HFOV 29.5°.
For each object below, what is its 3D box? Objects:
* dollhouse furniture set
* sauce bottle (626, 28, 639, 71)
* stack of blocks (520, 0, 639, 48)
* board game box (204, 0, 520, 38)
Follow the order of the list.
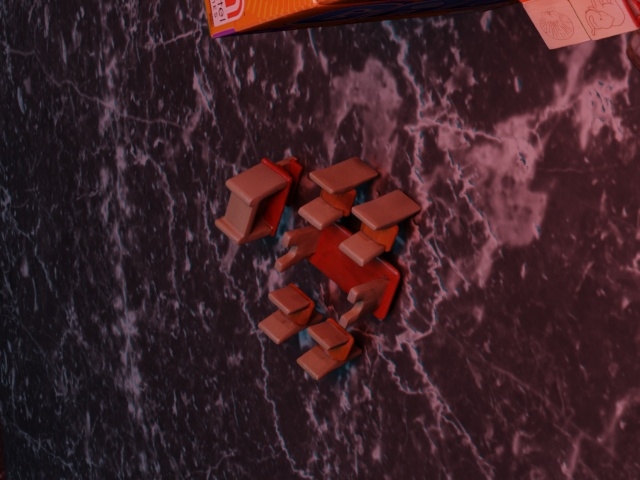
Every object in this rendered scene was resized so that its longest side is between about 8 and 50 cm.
[{"bbox_3d":[0.000,0.000,1.581,0.259,0.135,0.262,40,131,25],"label":"dollhouse furniture set"},{"bbox_3d":[0.397,-0.068,1.006,0.344,0.111,0.111,56,139,24],"label":"sauce bottle"},{"bbox_3d":[0.235,-0.300,0.892,0.087,0.297,0.171,-3,128,55],"label":"stack of blocks"},{"bbox_3d":[0.109,-0.397,1.080,0.356,0.356,0.357,-3,98,54],"label":"board game box"}]
